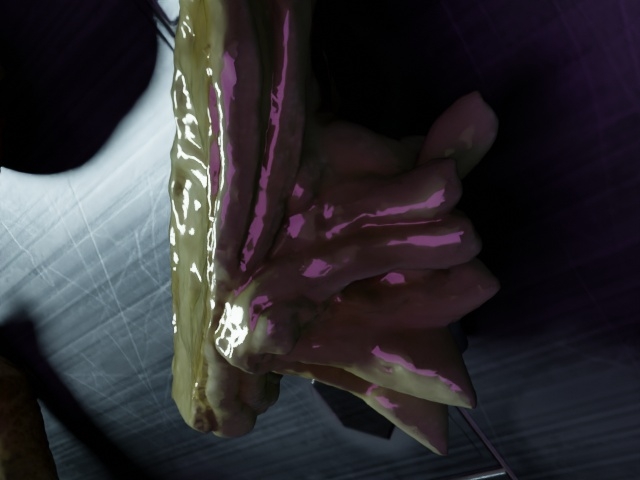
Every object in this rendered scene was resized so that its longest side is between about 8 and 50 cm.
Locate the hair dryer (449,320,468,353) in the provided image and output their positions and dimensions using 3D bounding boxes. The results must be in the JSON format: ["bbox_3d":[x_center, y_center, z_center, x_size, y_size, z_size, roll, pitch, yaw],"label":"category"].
[{"bbox_3d":[0.056,0.055,0.813,0.114,0.037,0.063,0,120,51],"label":"hair dryer"}]

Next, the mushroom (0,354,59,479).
[{"bbox_3d":[-0.355,0.320,1.293,0.334,0.356,0.331,13,141,-17],"label":"mushroom"}]

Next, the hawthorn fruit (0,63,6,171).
[{"bbox_3d":[-0.438,-0.068,0.961,0.311,0.295,0.295,-6,118,47],"label":"hawthorn fruit"}]

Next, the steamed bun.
[{"bbox_3d":[0.000,0.000,0.704,0.189,0.247,0.428,-1,128,-11],"label":"steamed bun"}]
